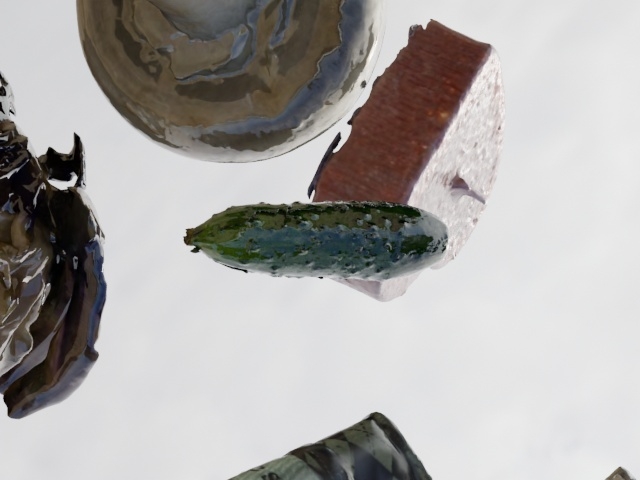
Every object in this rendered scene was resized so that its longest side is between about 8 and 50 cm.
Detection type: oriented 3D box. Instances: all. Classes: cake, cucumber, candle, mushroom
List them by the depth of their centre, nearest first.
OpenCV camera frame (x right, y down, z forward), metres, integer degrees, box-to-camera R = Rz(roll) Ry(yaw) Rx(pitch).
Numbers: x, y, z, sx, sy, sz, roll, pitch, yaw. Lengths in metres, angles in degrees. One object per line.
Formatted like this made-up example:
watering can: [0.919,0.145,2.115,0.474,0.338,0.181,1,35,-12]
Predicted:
mushroom: [-0.065,-0.156,0.994,0.207,0.207,0.215,-42,166,5]
cake: [-0.316,0.000,1.122,0.321,0.332,0.332,-20,-165,-7]
cucumber: [0.000,0.000,1.248,0.069,0.227,0.069,-179,-90,-64]
candle: [0.117,-0.085,1.666,0.317,0.131,0.287,-24,135,-63]

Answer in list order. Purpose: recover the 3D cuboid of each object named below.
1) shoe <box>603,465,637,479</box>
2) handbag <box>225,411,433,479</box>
shoe: [0.156,0.117,0.486,0.089,0.180,0.092,-58,-139,28]
handbag: [-0.028,0.308,0.954,0.416,0.317,0.180,-20,153,-46]
